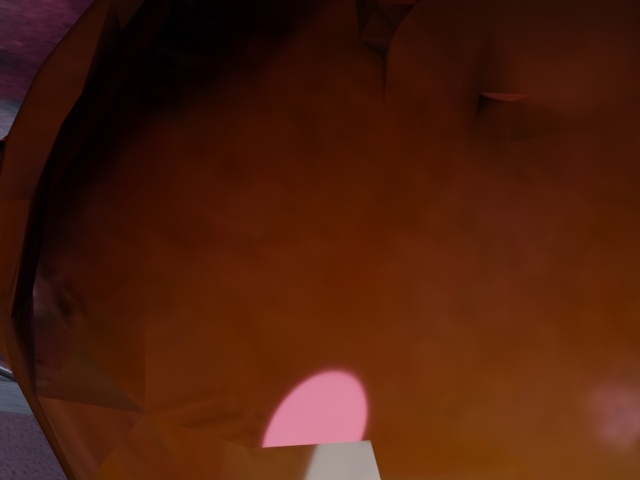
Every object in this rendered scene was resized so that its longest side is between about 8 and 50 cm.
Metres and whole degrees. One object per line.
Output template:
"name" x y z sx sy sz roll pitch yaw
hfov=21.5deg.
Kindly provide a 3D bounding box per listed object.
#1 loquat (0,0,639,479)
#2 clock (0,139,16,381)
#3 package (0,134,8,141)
"loquat" 0.027 0.001 0.456 0.235 0.235 0.235 8 168 2
"clock" -0.042 0.048 0.699 0.273 0.049 0.279 25 161 -11
"package" -0.005 -0.002 0.765 0.288 0.108 0.223 -1 162 43
